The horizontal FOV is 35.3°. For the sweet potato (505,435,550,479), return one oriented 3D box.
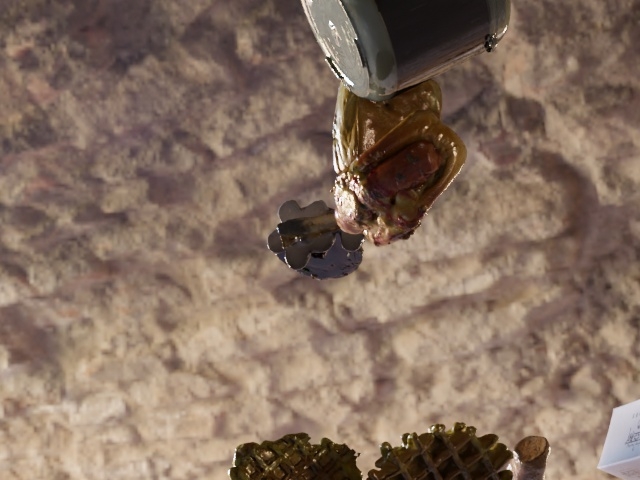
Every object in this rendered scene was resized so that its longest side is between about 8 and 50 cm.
[{"bbox_3d":[0.483,0.555,2.389,0.097,0.097,0.252,-2,-46,-11],"label":"sweet potato"}]

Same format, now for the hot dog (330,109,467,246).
[{"bbox_3d":[0.112,-0.084,1.619,0.256,0.150,0.153,-43,5,41],"label":"hot dog"}]

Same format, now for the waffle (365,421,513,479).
[{"bbox_3d":[0.184,0.414,1.653,0.292,0.260,0.069,2,16,-26],"label":"waffle"}]

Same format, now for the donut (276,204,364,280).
[{"bbox_3d":[0.000,0.000,2.543,0.235,0.089,0.235,10,-41,9],"label":"donut"}]

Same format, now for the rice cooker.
[{"bbox_3d":[0.151,-0.441,1.760,0.325,0.335,0.335,-28,-16,-8],"label":"rice cooker"}]

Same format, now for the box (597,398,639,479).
[{"bbox_3d":[0.575,0.323,1.527,0.203,0.116,0.274,22,-19,1],"label":"box"}]

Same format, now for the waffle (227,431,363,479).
[{"bbox_3d":[-0.042,0.437,1.639,0.254,0.245,0.052,5,-17,-19],"label":"waffle"}]

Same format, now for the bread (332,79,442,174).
[{"bbox_3d":[0.132,-0.222,1.937,0.210,0.235,0.099,11,-12,-16],"label":"bread"}]

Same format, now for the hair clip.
[{"bbox_3d":[0.014,-0.035,1.908,0.257,0.146,0.075,-16,-29,8],"label":"hair clip"}]
